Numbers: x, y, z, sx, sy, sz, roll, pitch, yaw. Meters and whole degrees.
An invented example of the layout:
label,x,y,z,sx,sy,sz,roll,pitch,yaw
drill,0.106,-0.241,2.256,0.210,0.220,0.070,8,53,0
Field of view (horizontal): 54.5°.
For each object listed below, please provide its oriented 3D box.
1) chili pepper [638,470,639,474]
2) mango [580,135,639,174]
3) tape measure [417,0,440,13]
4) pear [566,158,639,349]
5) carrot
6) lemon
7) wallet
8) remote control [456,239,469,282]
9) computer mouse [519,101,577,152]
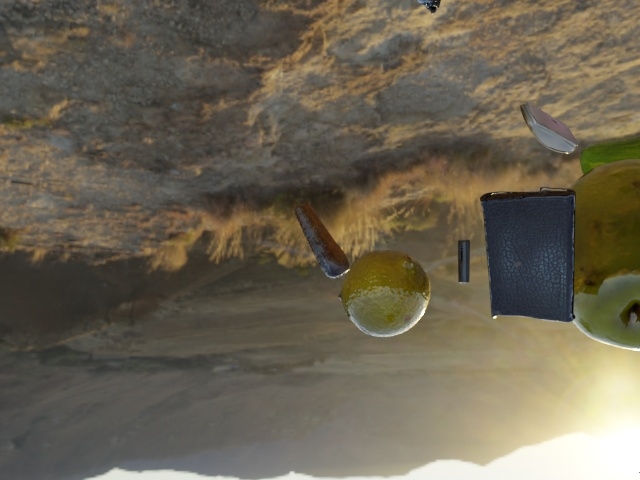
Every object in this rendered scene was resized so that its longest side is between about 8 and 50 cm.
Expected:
label,x,y,z,sx,sy,sz,roll,pitch,yaw
chili pepper,0.620,0.546,1.205,0.059,0.191,0.050,6,145,29
mango,0.793,-0.167,1.480,0.343,0.192,0.156,17,-166,34
tape measure,0.293,-0.675,1.671,0.094,0.091,0.054,30,173,-33
pear,0.611,0.027,1.195,0.362,0.362,0.418,-12,-156,34
carrot,0.000,0.000,1.207,0.055,0.161,0.055,-32,171,-6
lemon,0.173,0.135,1.636,0.228,0.228,0.253,6,154,-26
wallet,0.325,0.027,0.965,0.132,0.039,0.243,-1,128,21
remote control,0.295,0.043,1.291,0.016,0.091,0.034,3,176,-36
computer mouse,0.683,-0.336,1.877,0.245,0.126,0.056,14,140,-35
